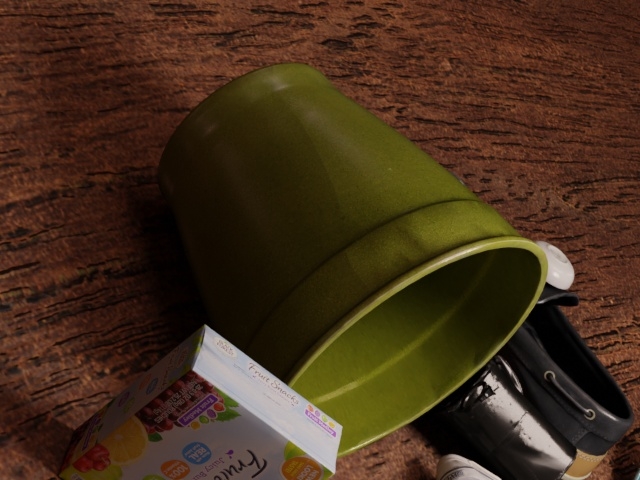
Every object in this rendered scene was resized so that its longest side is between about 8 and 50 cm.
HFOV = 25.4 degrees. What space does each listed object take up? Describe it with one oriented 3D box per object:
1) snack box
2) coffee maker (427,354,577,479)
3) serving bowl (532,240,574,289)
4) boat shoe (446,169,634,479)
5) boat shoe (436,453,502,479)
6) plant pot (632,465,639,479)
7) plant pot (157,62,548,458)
[{"bbox_3d":[-0.112,0.198,1.331,0.174,0.207,0.070,39,34,-20],"label":"snack box"},{"bbox_3d":[0.223,0.243,1.771,0.178,0.120,0.171,46,12,-11],"label":"coffee maker"},{"bbox_3d":[0.317,0.028,1.945,0.083,0.027,0.083,30,26,-16],"label":"serving bowl"},{"bbox_3d":[0.275,0.091,1.985,0.187,0.156,0.500,-1,57,-50],"label":"boat shoe"},{"bbox_3d":[0.238,0.351,1.731,0.258,0.095,0.084,49,10,-20],"label":"boat shoe"},{"bbox_3d":[0.608,0.421,1.996,0.255,0.271,0.272,48,28,-36],"label":"plant pot"},{"bbox_3d":[0.000,0.000,1.585,0.366,0.366,0.353,0,46,-52],"label":"plant pot"}]
